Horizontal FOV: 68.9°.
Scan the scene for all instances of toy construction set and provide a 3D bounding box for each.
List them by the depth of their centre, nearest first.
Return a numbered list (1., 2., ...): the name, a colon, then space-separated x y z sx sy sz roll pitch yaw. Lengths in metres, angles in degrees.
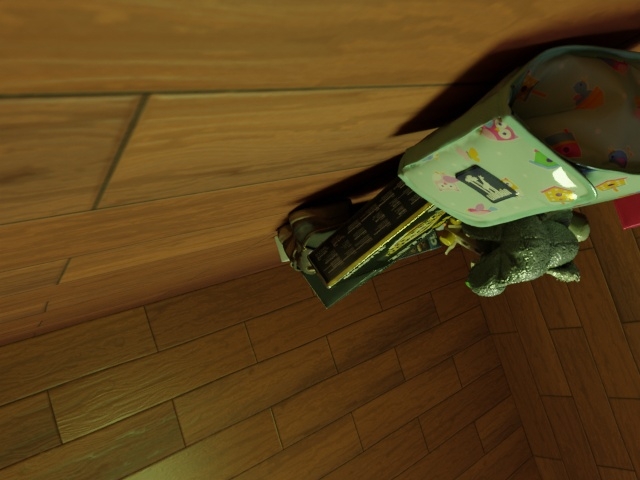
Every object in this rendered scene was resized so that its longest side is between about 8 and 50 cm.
1. toy construction set: 0.391 0.005 1.203 0.237 0.257 0.309 -57 177 -9

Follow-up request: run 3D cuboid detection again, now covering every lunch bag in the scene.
1. lunch bag: 0.248 -0.107 0.536 0.262 0.160 0.223 -5 175 -17

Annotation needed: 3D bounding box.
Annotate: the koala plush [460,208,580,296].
1. koala plush: 0.450 0.014 0.983 0.221 0.196 0.203 0 170 -18

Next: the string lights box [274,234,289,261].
1. string lights box: -0.018 0.003 1.346 0.133 0.076 0.260 -19 176 15

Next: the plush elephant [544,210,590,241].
1. plush elephant: 0.660 -0.113 1.439 0.330 0.271 0.255 8 165 20

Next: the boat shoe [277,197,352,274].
1. boat shoe: 0.000 0.000 1.014 0.132 0.130 0.355 -17 176 -14

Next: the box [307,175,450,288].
1. box: 0.163 -0.049 0.846 0.322 0.079 0.257 -41 166 29

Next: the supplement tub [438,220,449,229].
1. supplement tub: 0.446 -0.112 1.514 0.190 0.117 0.117 -22 174 38

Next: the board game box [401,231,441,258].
1. board game box: 0.230 -0.030 1.354 0.042 0.165 0.243 -15 174 -30

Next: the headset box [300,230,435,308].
1. headset box: 0.115 0.032 1.218 0.283 0.131 0.246 -29 169 -38

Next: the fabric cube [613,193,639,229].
1. fabric cube: 0.815 -0.190 1.088 0.258 0.259 0.254 -21 176 35
